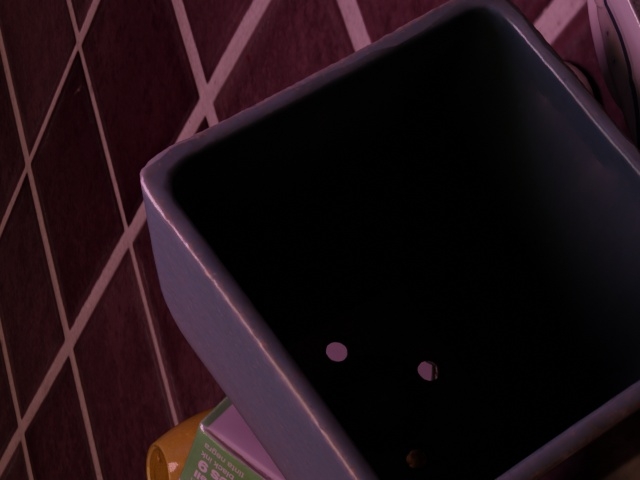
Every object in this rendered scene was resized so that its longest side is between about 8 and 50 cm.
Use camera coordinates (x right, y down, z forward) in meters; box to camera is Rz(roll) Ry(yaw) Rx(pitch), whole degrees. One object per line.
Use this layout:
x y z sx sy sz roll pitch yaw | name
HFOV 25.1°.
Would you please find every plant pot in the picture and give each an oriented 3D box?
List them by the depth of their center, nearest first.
0.054 0.056 0.851 0.248 0.247 0.252 53 156 18 | plant pot
-0.129 0.244 1.526 0.134 0.095 0.134 14 106 61 | plant pot

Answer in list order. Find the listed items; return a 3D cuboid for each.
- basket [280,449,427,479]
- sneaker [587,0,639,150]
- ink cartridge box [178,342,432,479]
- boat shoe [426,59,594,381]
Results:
0.074 0.316 1.013 0.299 0.213 0.223 99 157 -46 | basket
0.224 -0.074 0.857 0.091 0.094 0.258 82 178 -83 | sneaker
-0.036 0.220 1.203 0.121 0.211 0.289 34 131 13 | ink cartridge box
0.107 0.037 1.037 0.127 0.113 0.340 45 132 51 | boat shoe
